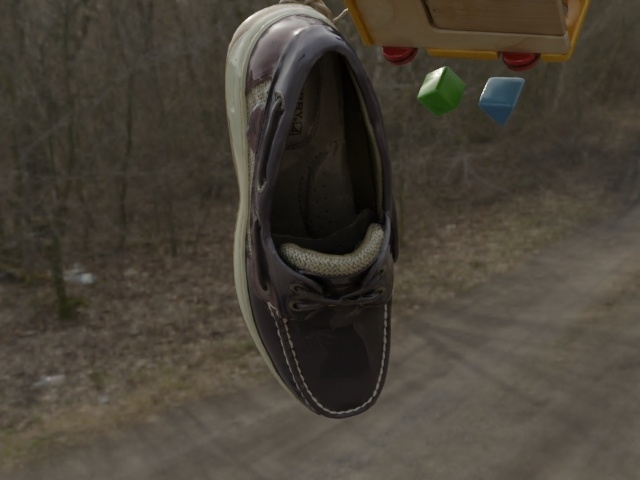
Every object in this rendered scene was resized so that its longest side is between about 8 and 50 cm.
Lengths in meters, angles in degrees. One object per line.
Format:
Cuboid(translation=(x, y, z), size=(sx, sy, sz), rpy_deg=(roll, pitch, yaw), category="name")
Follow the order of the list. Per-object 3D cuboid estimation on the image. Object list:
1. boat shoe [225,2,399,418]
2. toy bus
Cuboid(translation=(0.000, 0.000, 0.592), size=(0.102, 0.285, 0.092), rpy_deg=(-11, 24, -14), category="boat shoe")
Cuboid(translation=(0.101, -0.197, 0.695), size=(0.202, 0.104, 0.191), rpy_deg=(30, -26, -11), category="toy bus")
